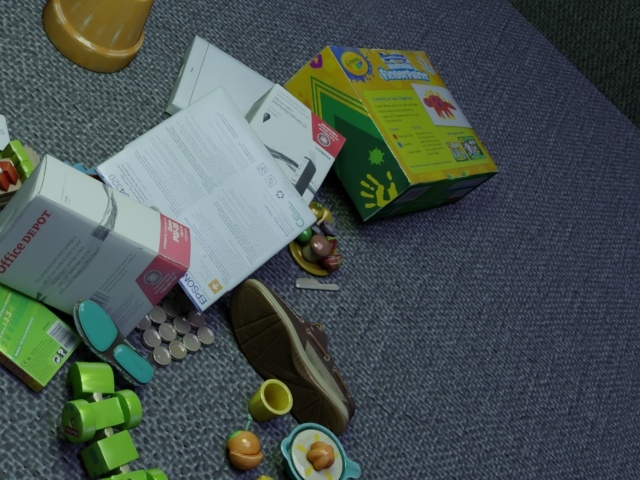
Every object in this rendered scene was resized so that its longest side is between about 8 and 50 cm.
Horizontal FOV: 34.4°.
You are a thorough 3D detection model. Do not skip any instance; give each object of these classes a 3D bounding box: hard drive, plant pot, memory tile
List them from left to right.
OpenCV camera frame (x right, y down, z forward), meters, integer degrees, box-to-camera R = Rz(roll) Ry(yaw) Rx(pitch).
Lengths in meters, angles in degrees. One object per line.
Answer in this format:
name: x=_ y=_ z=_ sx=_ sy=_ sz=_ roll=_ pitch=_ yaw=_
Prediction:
plant pot: x=-0.427 y=-0.475 z=2.083 sx=0.205 sy=0.188 sz=0.205 roll=22 pitch=48 yaw=-27
memory tile: x=-0.267 y=0.162 z=1.881 sx=0.148 sy=0.012 sz=0.113 roll=-22 pitch=76 yaw=-48
hard drive: x=-0.156 y=-0.280 z=2.279 sx=0.353 sy=0.047 sz=0.233 roll=30 pitch=45 yaw=-21

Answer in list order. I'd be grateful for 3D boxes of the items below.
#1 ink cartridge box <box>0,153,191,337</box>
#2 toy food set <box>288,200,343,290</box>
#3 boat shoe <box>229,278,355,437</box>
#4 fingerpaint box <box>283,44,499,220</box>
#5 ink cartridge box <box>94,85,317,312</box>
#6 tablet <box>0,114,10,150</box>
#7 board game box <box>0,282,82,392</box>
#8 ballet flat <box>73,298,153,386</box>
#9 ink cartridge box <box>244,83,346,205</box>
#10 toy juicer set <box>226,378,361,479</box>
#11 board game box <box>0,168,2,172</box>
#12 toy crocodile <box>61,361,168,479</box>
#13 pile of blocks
ink cartridge box: x=-0.388 y=0.014 z=1.714 sx=0.283 sy=0.207 sz=0.117 roll=30 pitch=32 yaw=-27
toy food set: x=0.000 y=0.000 z=2.187 sx=0.128 sy=0.071 sz=0.217 roll=14 pitch=53 yaw=-33
boat shoe: x=-0.044 y=0.211 z=1.966 sx=0.342 sy=0.123 sz=0.123 roll=54 pitch=33 yaw=0
fingerpaint box: x=0.174 y=-0.257 z=2.422 sx=0.445 sy=0.163 sz=0.371 roll=-13 pitch=70 yaw=-55
ink cartridge box: x=-0.215 y=-0.078 z=1.931 sx=0.330 sy=0.071 sz=0.324 roll=-39 pitch=97 yaw=-33
tablet: x=-0.584 y=-0.197 z=1.868 sx=0.054 sy=0.006 sz=0.083 roll=18 pitch=48 yaw=-54
board game box: x=-0.520 y=0.120 z=1.677 sx=0.259 sy=0.039 sz=0.124 roll=44 pitch=40 yaw=-10
ballet flat: x=-0.360 y=0.177 z=1.733 sx=0.188 sy=0.070 sz=0.070 roll=54 pitch=39 yaw=-19
ink cartridge box: x=-0.099 y=-0.155 z=2.140 sx=0.197 sy=0.114 sz=0.272 roll=38 pitch=57 yaw=-14
toy juicer set: x=-0.024 y=0.417 z=1.843 sx=0.329 sy=0.089 sz=0.209 roll=45 pitch=41 yaw=-6
board game box: x=-0.621 y=-0.063 z=1.544 sx=0.144 sy=0.275 sz=0.142 roll=52 pitch=42 yaw=2
toy crocodile: x=-0.331 y=0.347 z=1.634 sx=0.115 sy=0.105 sz=0.340 roll=-8 pitch=71 yaw=-44
pile of blocks: x=-0.463 y=-0.110 z=1.827 sx=0.362 sy=0.113 sz=0.149 roll=10 pitch=57 yaw=-39
